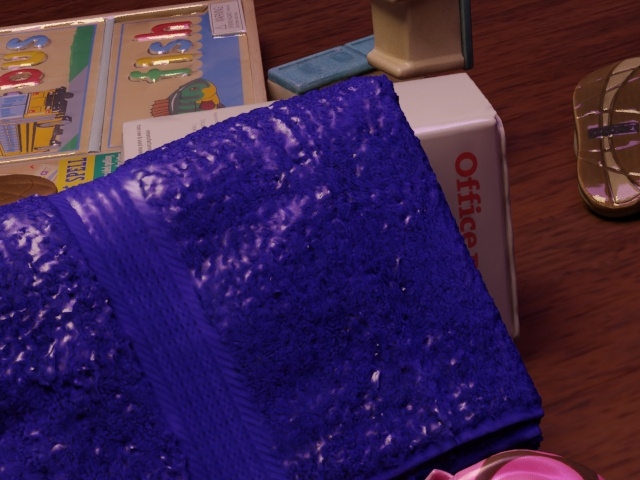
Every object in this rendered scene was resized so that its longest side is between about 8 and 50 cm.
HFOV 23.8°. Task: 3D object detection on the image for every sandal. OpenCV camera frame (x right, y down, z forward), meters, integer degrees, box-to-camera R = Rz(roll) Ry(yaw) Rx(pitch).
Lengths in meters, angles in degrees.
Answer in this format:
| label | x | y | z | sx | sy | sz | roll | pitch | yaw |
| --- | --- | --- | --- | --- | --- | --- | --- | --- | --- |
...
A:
| label | x | y | z | sx | sy | sz | roll | pitch | yaw |
| --- | --- | --- | --- | --- | --- | --- | --- | --- | --- |
| sandal | 0.218 | -0.071 | 1.095 | 0.072 | 0.049 | 0.180 | -3 | 42 | 18 |

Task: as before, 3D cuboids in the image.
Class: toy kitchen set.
| label | x | y | z | sx | sy | sz | roll | pitch | yaw |
| --- | --- | --- | --- | --- | --- | --- | --- | --- | --- |
| toy kitchen set | 0.055 | -0.155 | 1.151 | 0.122 | 0.166 | 0.207 | -21 | 31 | -25 |

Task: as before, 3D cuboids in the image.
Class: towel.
| label | x | y | z | sx | sy | sz | roll | pitch | yaw |
| --- | --- | --- | --- | --- | --- | --- | --- | --- | --- |
| towel | -0.047 | 0.062 | 0.714 | 0.308 | 0.227 | 0.076 | -24 | 0 | -29 |

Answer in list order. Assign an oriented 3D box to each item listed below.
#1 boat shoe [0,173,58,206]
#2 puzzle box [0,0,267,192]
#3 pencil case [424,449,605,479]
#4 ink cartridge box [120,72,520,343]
| label | x | y | z | sx | sy | sz | roll | pitch | yaw |
| --- | --- | --- | --- | --- | --- | --- | --- | --- | --- |
| boat shoe | -0.302 | 0.030 | 0.966 | 0.285 | 0.089 | 0.104 | -11 | 21 | -4 |
| puzzle box | -0.175 | -0.092 | 1.205 | 0.272 | 0.052 | 0.409 | -8 | 28 | -2 |
| pencil case | 0.078 | 0.154 | 0.599 | 0.098 | 0.095 | 0.209 | 33 | 12 | -1 |
| ink cartridge box | 0.000 | 0.000 | 0.883 | 0.212 | 0.154 | 0.093 | -9 | 25 | -3 |
